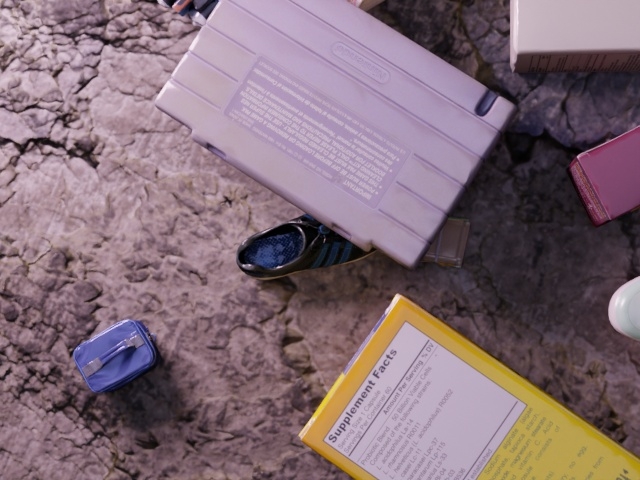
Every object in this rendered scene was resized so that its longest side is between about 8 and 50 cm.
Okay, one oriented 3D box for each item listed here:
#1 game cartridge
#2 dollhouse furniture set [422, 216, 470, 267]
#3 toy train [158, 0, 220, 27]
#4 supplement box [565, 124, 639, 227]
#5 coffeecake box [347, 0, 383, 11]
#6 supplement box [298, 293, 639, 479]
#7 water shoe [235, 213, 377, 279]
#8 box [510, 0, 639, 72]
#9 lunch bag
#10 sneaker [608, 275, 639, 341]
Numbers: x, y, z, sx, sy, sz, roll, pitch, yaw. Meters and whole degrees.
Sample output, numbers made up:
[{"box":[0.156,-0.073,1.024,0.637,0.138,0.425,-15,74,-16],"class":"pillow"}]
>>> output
[{"box":[0.014,-0.147,1.831,0.355,0.068,0.230,33,93,6],"class":"game cartridge"},{"box":[0.141,-0.049,1.896,0.076,0.058,0.151,9,108,-2],"class":"dollhouse furniture set"},{"box":[-0.108,-0.328,1.905,0.184,0.080,0.105,-45,90,2],"class":"toy train"},{"box":[0.342,-0.074,1.795,0.104,0.188,0.081,-26,86,3],"class":"supplement box"},{"box":[0.053,-0.379,1.883,0.142,0.068,0.185,-32,85,-9],"class":"coffeecake box"},{"box":[0.180,0.237,1.794,0.356,0.195,0.194,35,91,5],"class":"supplement box"},{"box":[0.000,0.000,1.877,0.203,0.080,0.073,-22,86,4],"class":"water shoe"},{"box":[0.333,-0.263,1.825,0.232,0.148,0.127,0,87,5],"class":"box"},{"box":[-0.237,0.136,1.900,0.098,0.065,0.067,-32,85,4],"class":"lunch bag"},{"box":[0.444,0.072,1.746,0.256,0.151,0.094,0,88,8],"class":"sneaker"}]
